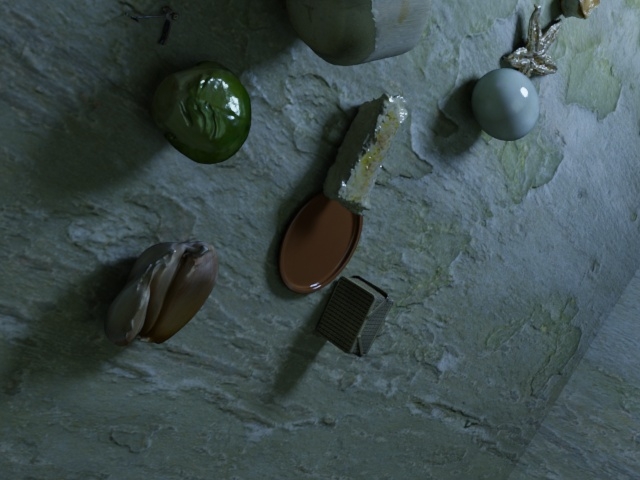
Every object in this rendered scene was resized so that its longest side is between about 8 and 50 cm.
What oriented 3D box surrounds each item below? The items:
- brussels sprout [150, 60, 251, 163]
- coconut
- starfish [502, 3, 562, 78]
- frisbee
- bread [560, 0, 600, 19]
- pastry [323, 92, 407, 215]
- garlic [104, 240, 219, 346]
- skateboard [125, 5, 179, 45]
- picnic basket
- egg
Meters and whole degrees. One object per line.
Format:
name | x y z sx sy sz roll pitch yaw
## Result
brussels sprout | -0.189 -0.208 1.620 0.181 0.144 0.161 -8 124 -44
coconut | 0.083 -0.429 1.707 0.266 0.237 0.237 -27 133 -37
starfish | 0.520 -0.435 2.370 0.231 0.048 0.295 -20 130 -41
frisbee | 0.000 0.000 2.094 0.251 0.021 0.250 -28 133 -34
bread | 0.622 -0.582 2.367 0.083 0.077 0.070 -44 130 -19
pastry | 0.091 -0.183 2.003 0.121 0.089 0.258 13 99 -61
garlic | -0.278 0.080 1.758 0.228 0.110 0.217 -52 156 9
skateboard | -0.267 -0.335 1.539 0.083 0.032 0.063 -14 135 -47
picnic basket | 0.077 0.170 2.222 0.079 0.115 0.164 10 107 -54
egg | 0.429 -0.309 2.265 0.151 0.151 0.209 -56 147 -5
